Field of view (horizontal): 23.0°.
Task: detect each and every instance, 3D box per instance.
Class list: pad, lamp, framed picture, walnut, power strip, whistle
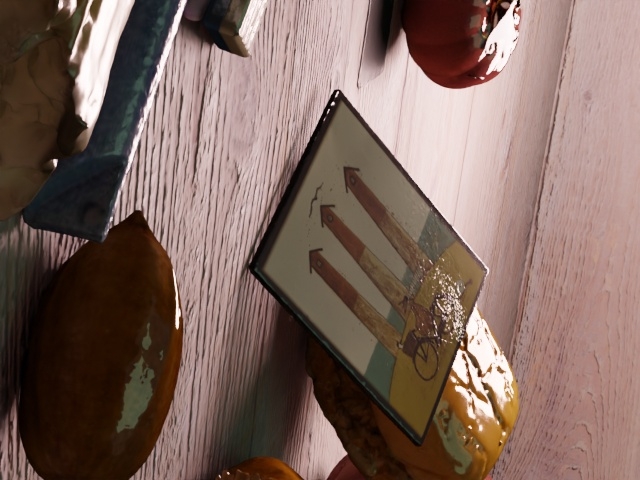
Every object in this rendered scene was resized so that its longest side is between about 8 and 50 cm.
[{"bbox_3d":[0.070,-0.260,1.821,0.112,0.003,0.157,-43,144,-66],"label":"pad"},{"bbox_3d":[0.166,-0.277,1.935,0.182,0.140,0.182,-19,112,-55],"label":"lamp"},{"bbox_3d":[0.062,0.033,1.687,0.324,0.013,0.244,48,52,-35],"label":"framed picture"},{"bbox_3d":[-0.149,0.076,1.087,0.116,0.115,0.207,59,39,-70],"label":"walnut"},{"bbox_3d":[-0.066,-0.183,1.255,0.123,0.032,0.056,65,46,-88],"label":"power strip"},{"bbox_3d":[-0.125,-0.146,1.056,0.062,0.062,0.304,60,45,-70],"label":"whistle"}]

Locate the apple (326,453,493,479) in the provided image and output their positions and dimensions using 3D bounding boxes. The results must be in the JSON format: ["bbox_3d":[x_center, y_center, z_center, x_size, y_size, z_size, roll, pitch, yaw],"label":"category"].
[{"bbox_3d":[0.100,0.389,2.029,0.306,0.235,0.306,23,90,-90],"label":"apple"}]

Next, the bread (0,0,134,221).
[{"bbox_3d":[-0.165,-0.195,0.592,0.316,0.211,0.270,95,6,-58],"label":"bread"}]

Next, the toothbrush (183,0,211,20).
[{"bbox_3d":[-0.060,-0.274,1.277,0.024,0.018,0.257,92,16,-58],"label":"toothbrush"}]

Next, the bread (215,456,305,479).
[{"bbox_3d":[-0.021,0.339,1.600,0.183,0.236,0.388,-56,169,-13],"label":"bread"}]

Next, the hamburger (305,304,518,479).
[{"bbox_3d":[0.114,0.149,1.878,0.318,0.158,0.319,34,46,-44],"label":"hamburger"}]
